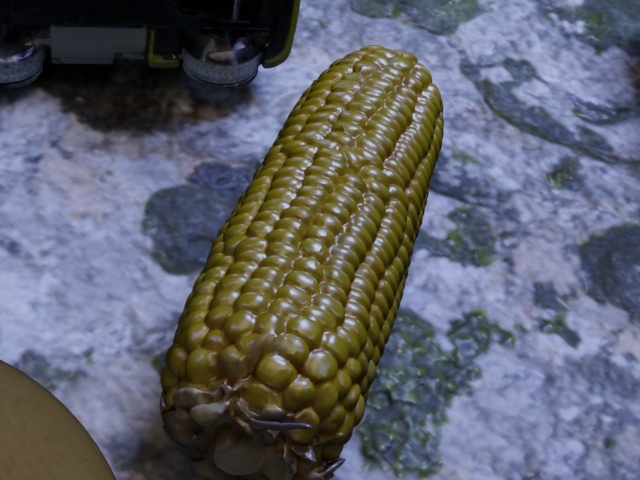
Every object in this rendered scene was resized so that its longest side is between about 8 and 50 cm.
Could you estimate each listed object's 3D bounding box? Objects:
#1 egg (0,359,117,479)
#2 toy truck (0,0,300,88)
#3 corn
[{"bbox_3d":[-0.191,0.168,0.555,0.250,0.250,0.322,23,44,5],"label":"egg"},{"bbox_3d":[-0.153,-0.181,0.955,0.272,0.124,0.157,-1,40,-12],"label":"toy truck"},{"bbox_3d":[0.000,0.000,0.850,0.106,0.106,0.305,20,47,2],"label":"corn"}]
